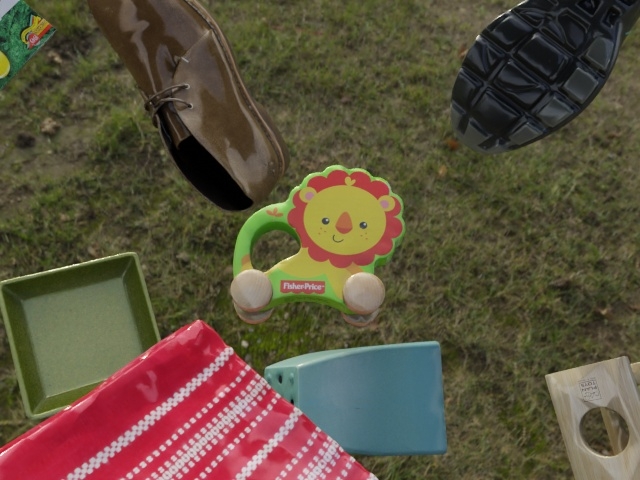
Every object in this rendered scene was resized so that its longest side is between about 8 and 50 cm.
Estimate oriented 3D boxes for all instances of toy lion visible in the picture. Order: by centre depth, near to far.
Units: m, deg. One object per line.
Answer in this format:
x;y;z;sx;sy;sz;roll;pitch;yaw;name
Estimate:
0.000;0.000;0.394;0.100;0.034;0.096;1;66;-1;toy lion

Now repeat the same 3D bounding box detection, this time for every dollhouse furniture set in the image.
0.285;0.128;0.486;0.181;0.161;0.101;11;61;-50;dollhouse furniture set

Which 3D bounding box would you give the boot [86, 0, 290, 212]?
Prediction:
-0.148;-0.163;0.715;0.305;0.112;0.115;52;31;-18;boot

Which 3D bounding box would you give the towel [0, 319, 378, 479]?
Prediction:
-0.027;0.165;0.331;0.274;0.031;0.199;36;36;17;towel

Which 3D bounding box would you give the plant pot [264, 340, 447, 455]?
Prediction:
0.041;0.239;1.005;0.234;0.165;0.166;5;76;-30;plant pot

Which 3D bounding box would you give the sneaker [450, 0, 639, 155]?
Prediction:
0.208;-0.178;0.525;0.101;0.267;0.106;42;24;11;sneaker

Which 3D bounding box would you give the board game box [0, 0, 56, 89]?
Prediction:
-0.393;-0.183;0.673;0.136;0.030;0.260;42;48;-27;board game box

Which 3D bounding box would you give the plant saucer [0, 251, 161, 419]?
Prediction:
-0.325;0.129;0.923;0.188;0.045;0.189;-14;80;-24;plant saucer
